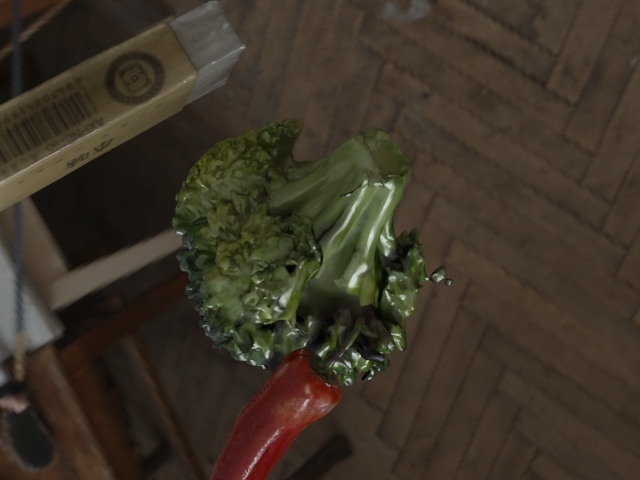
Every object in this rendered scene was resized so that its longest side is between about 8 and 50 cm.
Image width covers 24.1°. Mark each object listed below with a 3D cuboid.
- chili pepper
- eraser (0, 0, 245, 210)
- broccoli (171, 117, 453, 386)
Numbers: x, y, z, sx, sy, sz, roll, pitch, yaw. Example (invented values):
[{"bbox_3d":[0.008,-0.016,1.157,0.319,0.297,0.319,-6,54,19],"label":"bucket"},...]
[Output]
[{"bbox_3d":[-0.047,0.173,1.336,0.063,0.071,0.272,36,100,-6],"label":"chili pepper"},{"bbox_3d":[-0.250,-0.144,1.660,0.078,0.343,0.144,58,164,4],"label":"eraser"},{"bbox_3d":[0.003,-0.006,1.727,0.281,0.293,0.348,-46,43,37],"label":"broccoli"}]
